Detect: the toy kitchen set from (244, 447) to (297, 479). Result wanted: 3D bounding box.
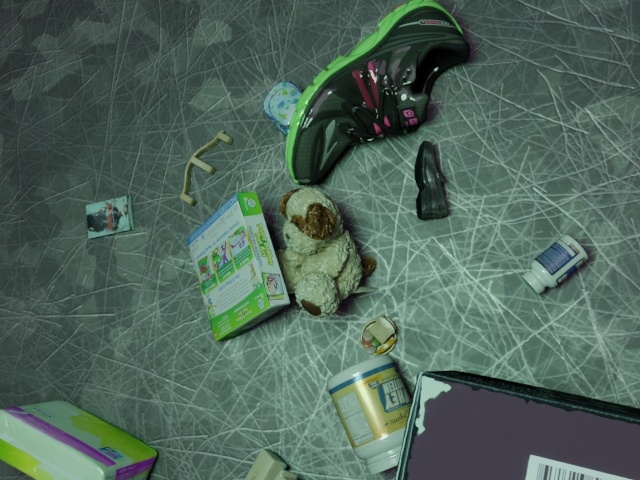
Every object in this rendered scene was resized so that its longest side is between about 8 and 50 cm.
[{"bbox_3d":[-0.041,0.544,1.434,0.207,0.166,0.122,28,87,55],"label":"toy kitchen set"}]

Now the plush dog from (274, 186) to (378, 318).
[{"bbox_3d":[0.000,0.000,1.433,0.211,0.262,0.225,-23,113,-16],"label":"plush dog"}]

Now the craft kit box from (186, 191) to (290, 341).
[{"bbox_3d":[-0.180,0.060,1.489,0.250,0.061,0.246,-34,66,48],"label":"craft kit box"}]

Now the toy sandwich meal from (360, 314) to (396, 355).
[{"bbox_3d":[0.120,0.198,1.467,0.086,0.029,0.085,-3,79,15],"label":"toy sandwich meal"}]

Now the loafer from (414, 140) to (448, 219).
[{"bbox_3d":[0.233,-0.126,1.487,0.061,0.062,0.170,1,83,-7],"label":"loafer"}]

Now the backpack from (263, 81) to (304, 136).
[{"bbox_3d":[-0.070,-0.297,1.581,0.114,0.084,0.105,42,90,21],"label":"backpack"}]

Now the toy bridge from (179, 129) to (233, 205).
[{"bbox_3d":[-0.274,-0.175,1.644,0.063,0.026,0.188,30,89,19],"label":"toy bridge"}]

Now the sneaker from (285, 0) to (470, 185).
[{"bbox_3d":[0.115,-0.292,1.478,0.483,0.185,0.202,-46,68,5],"label":"sneaker"}]

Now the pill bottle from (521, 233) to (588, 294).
[{"bbox_3d":[0.455,0.050,1.383,0.120,0.067,0.067,-41,73,5],"label":"pill bottle"}]

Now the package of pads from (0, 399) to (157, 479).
[{"bbox_3d":[-0.521,0.439,1.495,0.297,0.229,0.101,22,89,17],"label":"package of pads"}]

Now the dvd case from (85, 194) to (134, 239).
[{"bbox_3d":[-0.503,-0.055,1.692,0.120,0.013,0.087,-11,77,12],"label":"dvd case"}]

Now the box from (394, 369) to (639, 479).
[{"bbox_3d":[0.391,0.394,1.126,0.480,0.472,0.297,10,82,17],"label":"box"}]

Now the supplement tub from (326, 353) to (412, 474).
[{"bbox_3d":[0.112,0.338,1.384,0.144,0.144,0.199,-27,75,9],"label":"supplement tub"}]
